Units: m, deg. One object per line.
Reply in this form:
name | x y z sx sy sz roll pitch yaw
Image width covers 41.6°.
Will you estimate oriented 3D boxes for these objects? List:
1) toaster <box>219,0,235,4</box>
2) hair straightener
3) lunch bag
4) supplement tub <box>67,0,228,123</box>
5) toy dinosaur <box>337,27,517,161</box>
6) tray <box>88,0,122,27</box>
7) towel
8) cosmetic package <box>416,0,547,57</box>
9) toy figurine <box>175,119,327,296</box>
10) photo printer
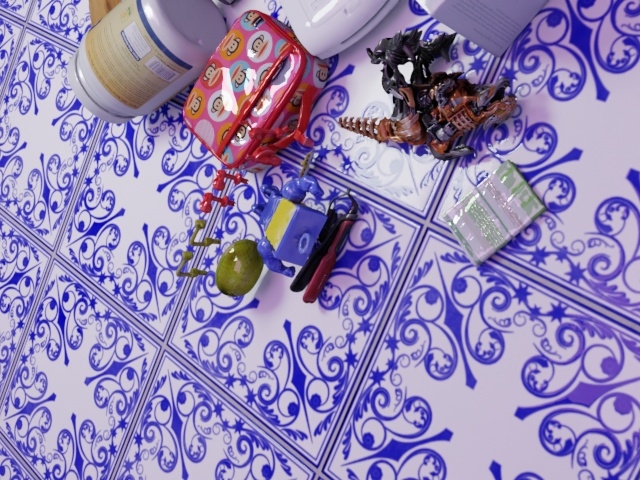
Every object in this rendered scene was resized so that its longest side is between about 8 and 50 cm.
toaster | -0.212 -0.621 1.820 0.185 0.110 0.168 -40 59 28
hair straightener | 0.000 0.000 1.585 0.089 0.047 0.230 35 107 38
lunch bag | -0.124 -0.285 1.696 0.258 0.120 0.293 47 111 29
supplement tub | -0.382 -0.412 1.847 0.316 0.228 0.228 -27 66 32
toy dinosaur | 0.167 -0.237 1.435 0.322 0.164 0.218 -10 93 16
tray | -0.492 -0.672 2.080 0.203 0.076 0.411 -23 70 35
towel | 0.284 -0.044 1.383 0.152 0.023 0.113 -42 61 24
cosmetic package | 0.266 -0.441 1.327 0.225 0.224 0.138 -50 57 21
toy figurine | -0.096 -0.015 1.546 0.217 0.191 0.362 43 110 49
photo printer | 0.028 -0.518 1.609 0.256 0.107 0.307 -38 61 27
